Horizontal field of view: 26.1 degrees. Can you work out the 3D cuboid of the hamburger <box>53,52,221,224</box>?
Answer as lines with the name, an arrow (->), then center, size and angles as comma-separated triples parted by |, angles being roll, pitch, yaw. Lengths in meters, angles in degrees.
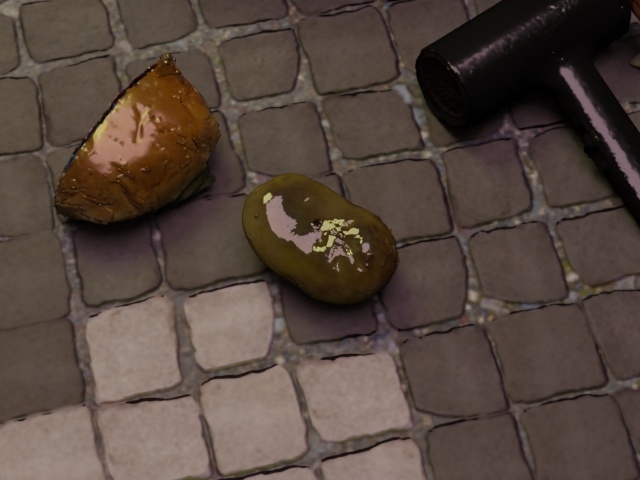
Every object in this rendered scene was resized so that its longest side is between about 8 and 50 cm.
hamburger -> -0.143, -0.078, 1.182 | 0.102, 0.087, 0.176 | 28, 63, 14

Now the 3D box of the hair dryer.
hair dryer -> 0.230, -0.117, 1.221 | 0.197, 0.089, 0.251 | -31, 74, -16

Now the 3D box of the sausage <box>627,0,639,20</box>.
sausage -> 0.288, -0.255, 1.272 | 0.047, 0.040, 0.176 | -32, 48, 18

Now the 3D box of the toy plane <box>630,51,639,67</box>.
toy plane -> 0.410, -0.226, 1.253 | 0.256, 0.104, 0.242 | -45, 62, -3

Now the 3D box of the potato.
potato -> 0.000, 0.000, 1.155 | 0.138, 0.070, 0.091 | 32, 68, 16
